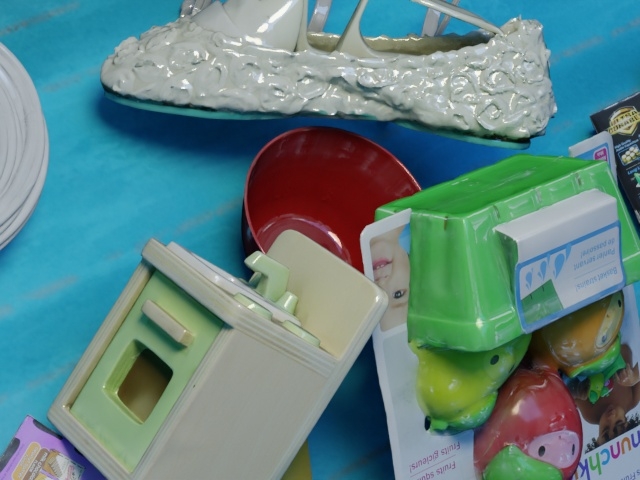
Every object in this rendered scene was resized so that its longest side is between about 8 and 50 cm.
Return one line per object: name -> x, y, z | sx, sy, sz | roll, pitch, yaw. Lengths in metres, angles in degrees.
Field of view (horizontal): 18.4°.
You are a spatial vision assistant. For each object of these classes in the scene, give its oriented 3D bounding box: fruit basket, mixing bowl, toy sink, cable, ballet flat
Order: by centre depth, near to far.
toy sink -> -0.084, 0.090, 1.550 | 0.131, 0.153, 0.234 | 32, 92, -40
cable -> -0.355, -0.078, 1.647 | 0.257, 0.089, 0.257 | -10, 66, -30
fruit basket -> 0.180, 0.113, 1.697 | 0.327, 0.165, 0.353 | -20, 102, -39
mixing bowl -> 0.000, 0.000, 1.766 | 0.181, 0.098, 0.181 | 12, 57, -20
ballet flat -> 0.013, -0.171, 1.767 | 0.409, 0.147, 0.147 | 6, 59, -6

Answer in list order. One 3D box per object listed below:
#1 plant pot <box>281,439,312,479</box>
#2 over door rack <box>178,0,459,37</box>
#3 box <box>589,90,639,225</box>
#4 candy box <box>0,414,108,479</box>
plant pot -> -0.055, 0.185, 1.651 | 0.083, 0.081, 0.081 | 12, 58, -33
over door rack -> 0.033, -0.273, 1.805 | 0.239, 0.324, 0.108 | 18, 45, -15
box -> 0.401, -0.092, 1.958 | 0.220, 0.051, 0.175 | -27, 71, 11
candy box -> -0.192, 0.260, 1.544 | 0.196, 0.070, 0.165 | 33, 53, -5
